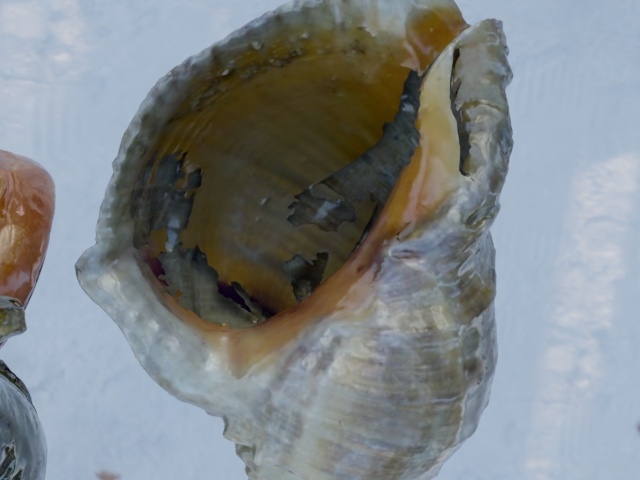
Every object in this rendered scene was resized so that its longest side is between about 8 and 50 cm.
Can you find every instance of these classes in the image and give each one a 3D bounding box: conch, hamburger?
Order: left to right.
[{"bbox_3d":[-0.484,0.010,1.187,0.250,0.330,0.329,27,90,-32],"label":"hamburger"},{"bbox_3d":[-0.005,0.001,0.703,0.297,0.210,0.352,21,83,-15],"label":"conch"}]

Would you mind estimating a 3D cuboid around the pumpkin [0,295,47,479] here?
[{"bbox_3d":[-0.331,0.115,0.777,0.242,0.232,0.325,-44,102,-19],"label":"pumpkin"}]
